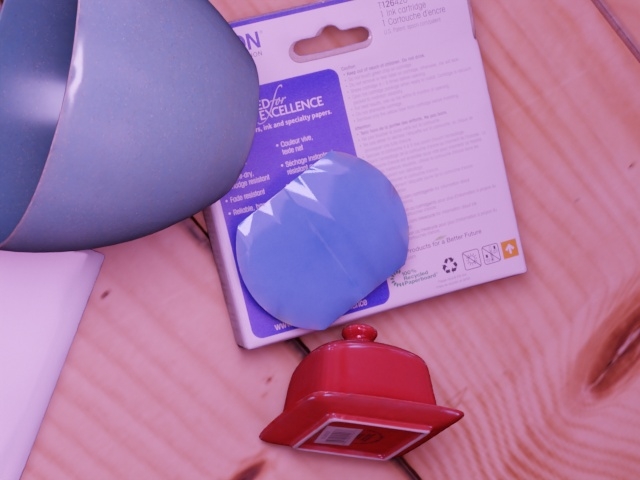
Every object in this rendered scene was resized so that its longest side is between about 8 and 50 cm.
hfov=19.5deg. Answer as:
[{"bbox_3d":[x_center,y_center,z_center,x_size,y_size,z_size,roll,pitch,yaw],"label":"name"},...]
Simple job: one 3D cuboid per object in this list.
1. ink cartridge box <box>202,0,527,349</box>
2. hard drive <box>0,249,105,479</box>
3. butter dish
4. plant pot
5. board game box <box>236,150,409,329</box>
[{"bbox_3d":[0.027,-0.080,1.804,0.303,0.072,0.307,-15,94,-17],"label":"ink cartridge box"},{"bbox_3d":[-0.364,0.136,1.677,0.233,0.047,0.353,22,84,-19],"label":"hard drive"},{"bbox_3d":[0.037,0.137,1.784,0.160,0.160,0.118,9,66,-20],"label":"butter dish"},{"bbox_3d":[-0.168,-0.120,1.620,0.195,0.290,0.290,10,88,-24],"label":"plant pot"},{"bbox_3d":[0.000,0.000,1.748,0.168,0.033,0.133,-39,107,-8],"label":"board game box"}]
